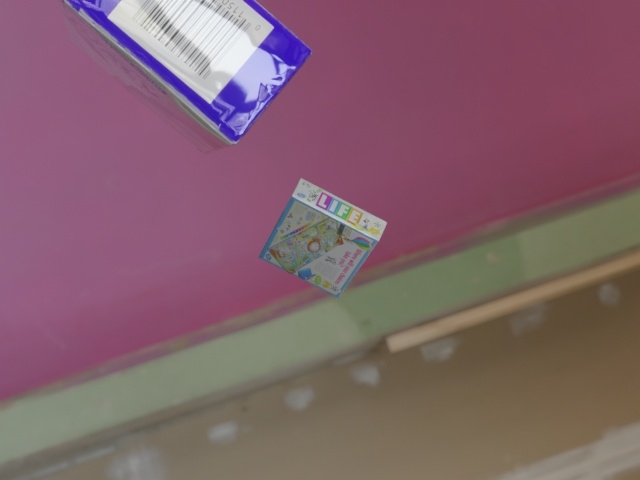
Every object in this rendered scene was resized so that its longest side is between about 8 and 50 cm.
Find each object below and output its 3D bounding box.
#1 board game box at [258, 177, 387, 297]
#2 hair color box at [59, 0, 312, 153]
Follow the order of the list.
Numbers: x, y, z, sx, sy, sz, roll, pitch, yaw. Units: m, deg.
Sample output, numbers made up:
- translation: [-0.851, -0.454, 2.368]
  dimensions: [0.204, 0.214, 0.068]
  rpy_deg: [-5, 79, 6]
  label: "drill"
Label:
- translation: [0.000, 0.000, 1.710]
  dimensions: [0.026, 0.103, 0.154]
  rpy_deg: [-64, -177, -30]
  label: "board game box"
- translation: [-0.127, -0.173, 1.387]
  dimensions: [0.185, 0.110, 0.339]
  rpy_deg: [40, -2, -7]
  label: "hair color box"
